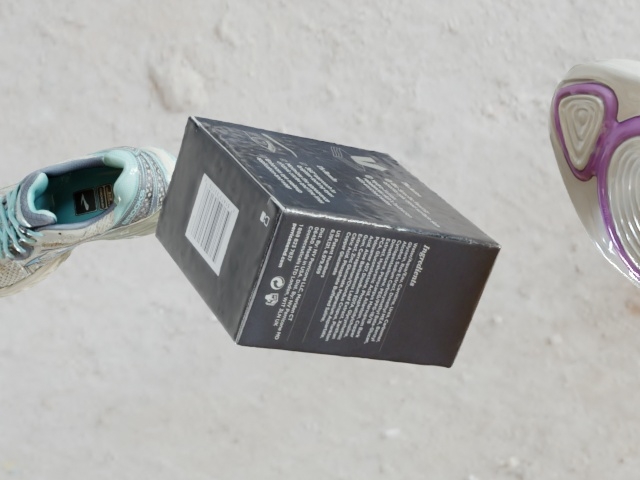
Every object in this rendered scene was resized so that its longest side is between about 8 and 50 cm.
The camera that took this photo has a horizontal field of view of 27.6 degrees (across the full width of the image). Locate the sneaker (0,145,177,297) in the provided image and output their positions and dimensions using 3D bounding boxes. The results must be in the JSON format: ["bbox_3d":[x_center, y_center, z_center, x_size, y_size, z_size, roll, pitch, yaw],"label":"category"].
[{"bbox_3d":[-0.277,-0.028,1.268,0.283,0.110,0.122,-24,168,13],"label":"sneaker"}]

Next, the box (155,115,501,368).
[{"bbox_3d":[0.000,0.000,0.825,0.158,0.156,0.093,8,111,-29],"label":"box"}]

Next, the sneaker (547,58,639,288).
[{"bbox_3d":[0.271,-0.011,0.755,0.305,0.152,0.114,35,128,11],"label":"sneaker"}]
